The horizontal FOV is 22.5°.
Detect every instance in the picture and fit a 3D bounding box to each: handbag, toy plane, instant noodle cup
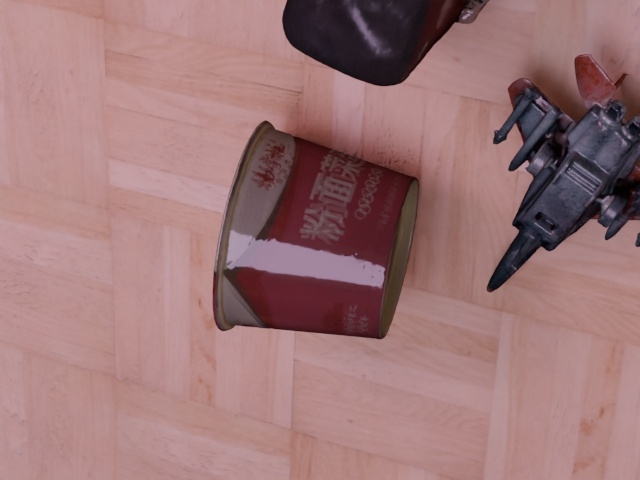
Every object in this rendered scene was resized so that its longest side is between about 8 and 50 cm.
[{"bbox_3d":[0.082,-0.288,1.533,0.181,0.181,0.254,24,127,11],"label":"handbag"},{"bbox_3d":[0.245,-0.039,1.642,0.223,0.104,0.326,36,127,3],"label":"toy plane"},{"bbox_3d":[0.000,0.000,1.724,0.178,0.235,0.235,11,122,9],"label":"instant noodle cup"}]
